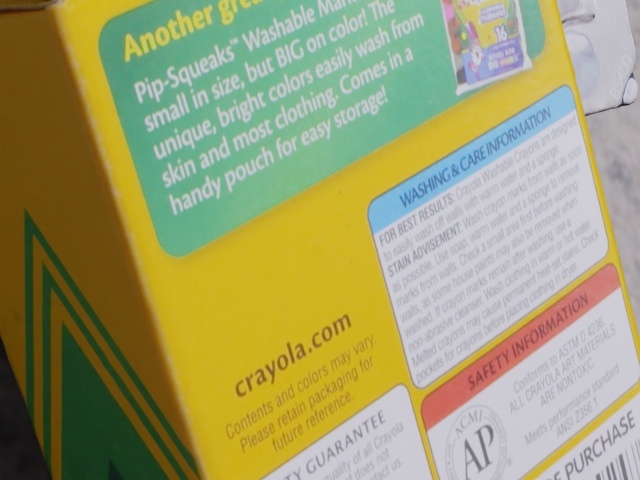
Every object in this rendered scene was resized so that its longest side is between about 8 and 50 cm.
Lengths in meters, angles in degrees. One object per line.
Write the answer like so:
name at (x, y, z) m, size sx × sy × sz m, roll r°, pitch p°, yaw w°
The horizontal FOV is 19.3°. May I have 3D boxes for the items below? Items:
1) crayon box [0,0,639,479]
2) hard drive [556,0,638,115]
crayon box at (0.000, 0.000, 0.592) m, size 0.203 × 0.083 × 0.323 m, roll -31°, pitch 113°, yaw -41°
hard drive at (-0.020, -0.135, 0.691) m, size 0.339 × 0.064 × 0.237 m, roll -15°, pitch 94°, yaw -45°
